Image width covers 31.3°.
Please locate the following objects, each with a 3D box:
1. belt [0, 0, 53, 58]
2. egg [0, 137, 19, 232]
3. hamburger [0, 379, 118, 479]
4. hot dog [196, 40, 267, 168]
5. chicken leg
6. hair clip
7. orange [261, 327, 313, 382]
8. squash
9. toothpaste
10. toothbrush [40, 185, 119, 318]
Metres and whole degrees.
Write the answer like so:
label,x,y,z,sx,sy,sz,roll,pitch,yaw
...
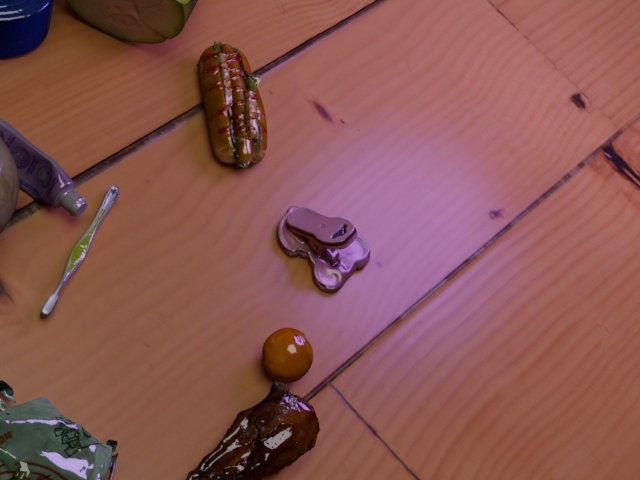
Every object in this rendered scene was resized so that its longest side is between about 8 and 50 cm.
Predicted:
label,x,y,z,sx,sy,sz,roll,pitch,yaw
belt,-0.605,-0.414,1.837,0.347,0.117,0.212,9,59,-15
egg,-0.572,-0.080,1.591,0.296,0.218,0.218,2,59,-5
hamburger,-0.396,0.304,1.471,0.276,0.150,0.260,29,53,-2
hot dog,-0.145,-0.230,1.936,0.104,0.076,0.250,1,58,-22
chicken leg,-0.132,0.318,1.616,0.304,0.093,0.113,-33,59,-25
hair clip,0.001,0.008,1.880,0.138,0.102,0.123,17,47,28
orange,-0.050,0.173,1.728,0.084,0.083,0.083,10,58,-16
squash,-0.296,-0.515,1.966,0.234,0.210,0.309,33,58,-18
toothpaste,-0.482,-0.134,1.761,0.301,0.048,0.075,37,82,10
toothbrush,-0.363,0.011,1.733,0.022,0.026,0.263,30,54,-10
